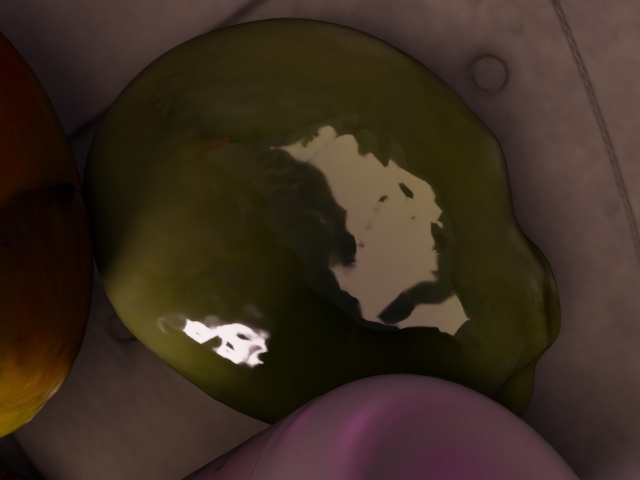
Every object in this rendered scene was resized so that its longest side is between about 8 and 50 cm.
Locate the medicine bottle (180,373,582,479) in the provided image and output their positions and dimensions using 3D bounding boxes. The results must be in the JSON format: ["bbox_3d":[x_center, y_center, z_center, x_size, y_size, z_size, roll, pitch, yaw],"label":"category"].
[{"bbox_3d":[-0.016,0.241,0.812,0.325,0.256,0.256,-36,90,36],"label":"medicine bottle"}]

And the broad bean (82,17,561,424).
[{"bbox_3d":[0.000,0.000,0.873,0.291,0.119,0.238,28,114,10],"label":"broad bean"}]

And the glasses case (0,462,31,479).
[{"bbox_3d":[-0.258,0.148,0.981,0.194,0.073,0.049,18,103,9],"label":"glasses case"}]

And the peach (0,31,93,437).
[{"bbox_3d":[-0.311,0.002,0.829,0.370,0.370,0.370,2,100,13],"label":"peach"}]
